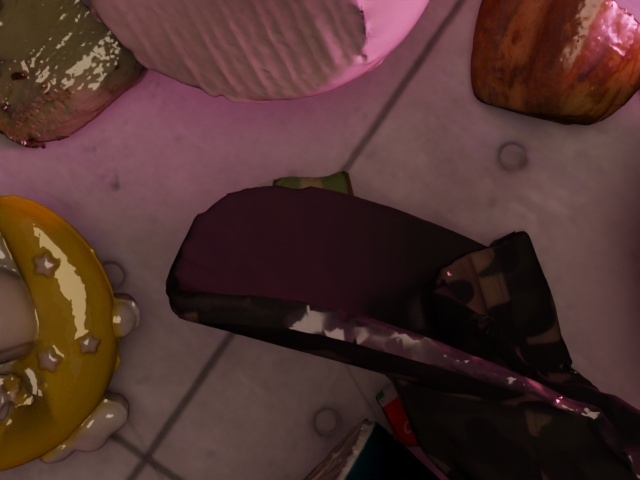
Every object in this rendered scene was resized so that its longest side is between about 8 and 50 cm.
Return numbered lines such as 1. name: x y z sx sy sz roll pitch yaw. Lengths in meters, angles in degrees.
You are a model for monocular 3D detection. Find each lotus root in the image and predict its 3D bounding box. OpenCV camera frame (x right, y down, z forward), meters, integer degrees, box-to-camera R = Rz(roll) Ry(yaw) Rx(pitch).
1. lotus root: -0.230 -0.146 1.342 0.143 0.070 0.144 34 90 1
2. lotus root: 0.202 -0.161 1.335 0.159 0.095 0.135 23 93 6

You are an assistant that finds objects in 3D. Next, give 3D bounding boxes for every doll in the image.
1. doll: -0.273 0.075 1.324 0.252 0.111 0.237 -3 105 -1

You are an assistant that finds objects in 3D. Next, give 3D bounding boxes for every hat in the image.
1. hat: 0.077 0.112 1.210 0.382 0.366 0.257 -1 109 -4

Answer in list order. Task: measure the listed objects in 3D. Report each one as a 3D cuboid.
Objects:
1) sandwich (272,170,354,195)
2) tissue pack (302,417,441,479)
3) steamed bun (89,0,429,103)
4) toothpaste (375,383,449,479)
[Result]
1. sandwich: 0.000 0.000 1.339 0.074 0.074 0.116 -8 90 -1
2. tissue pack: 0.091 0.385 1.229 0.416 0.253 0.264 42 115 -2
3. steamed bun: -0.038 -0.281 1.251 0.309 0.309 0.309 0 90 0
4. toothpaste: 0.140 0.247 1.353 0.075 0.048 0.301 -26 87 4
